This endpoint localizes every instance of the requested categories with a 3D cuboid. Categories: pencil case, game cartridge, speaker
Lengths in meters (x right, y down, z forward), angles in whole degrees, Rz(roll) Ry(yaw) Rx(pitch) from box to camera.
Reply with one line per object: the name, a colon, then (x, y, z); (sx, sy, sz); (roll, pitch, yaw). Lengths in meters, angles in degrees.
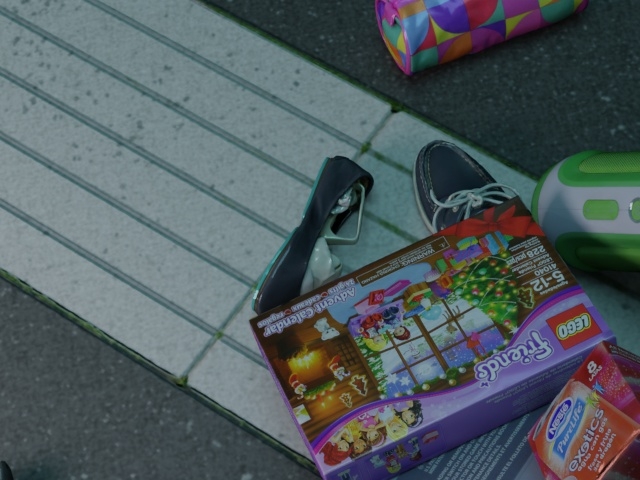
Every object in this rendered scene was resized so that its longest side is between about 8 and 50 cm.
pencil case: (0.179, -0.265, 1.873); (0.236, 0.104, 0.104); (-24, 62, -8)
game cartridge: (0.122, 0.219, 1.555); (0.196, 0.060, 0.294); (24, 60, 29)
speaker: (0.327, -0.027, 1.617); (0.131, 0.296, 0.131); (-1, 92, -27)

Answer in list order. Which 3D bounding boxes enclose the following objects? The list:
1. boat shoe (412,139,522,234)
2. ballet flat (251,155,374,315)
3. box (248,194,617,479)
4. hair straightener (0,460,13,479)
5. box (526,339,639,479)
boat shoe: (0.164, -0.010, 1.739); (0.095, 0.079, 0.254); (-18, 60, -4)
ballet flat: (0.000, 0.000, 1.754); (0.074, 0.074, 0.203); (20, 62, 15)
box: (0.103, 0.096, 1.593); (0.293, 0.057, 0.201); (-25, 49, -5)
hair straightener: (-0.287, 0.315, 1.607); (0.089, 0.047, 0.230); (-12, 60, -2)
box: (0.323, 0.206, 1.467); (0.257, 0.123, 0.128); (26, 21, -23)
